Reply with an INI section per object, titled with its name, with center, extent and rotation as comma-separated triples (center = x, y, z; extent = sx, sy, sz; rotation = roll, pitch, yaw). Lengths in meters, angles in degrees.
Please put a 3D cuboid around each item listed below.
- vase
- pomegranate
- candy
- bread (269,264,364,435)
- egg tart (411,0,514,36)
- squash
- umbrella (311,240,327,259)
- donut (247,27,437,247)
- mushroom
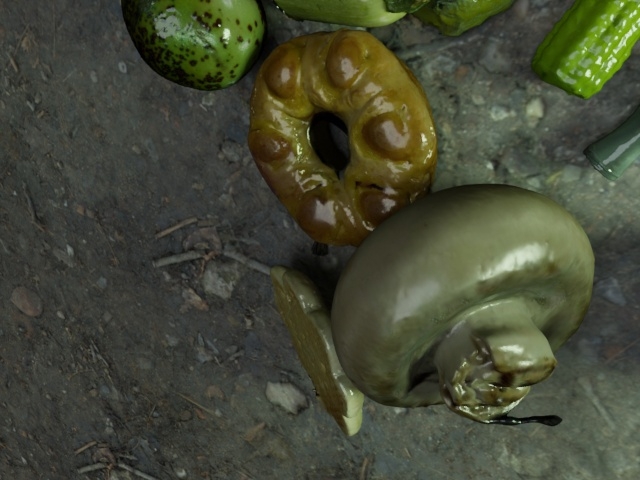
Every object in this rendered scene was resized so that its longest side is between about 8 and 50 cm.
[vase]
center = 0.427, -0.163, 0.638
extent = 0.086, 0.086, 0.214
rotation = 45, 127, 4
[pomegranate]
center = -0.166, -0.366, 0.790
extent = 0.222, 0.204, 0.276
rotation = 34, 103, 3
[candy]
center = 0.351, -0.269, 0.627
extent = 0.097, 0.097, 0.209
rotation = 41, 114, 7
[bread]
center = -0.006, 0.179, 0.910
extent = 0.316, 0.054, 0.316
rotation = 58, 162, 31
[egg tart]
center = 0.174, -0.372, 0.681
extent = 0.197, 0.078, 0.197
rotation = 9, 111, 26
[squash]
center = 0.041, -0.324, 0.689
extent = 0.287, 0.137, 0.137
rotation = 38, 123, 31
[umbrella]
center = 0.001, -0.001, 0.947
extent = 0.031, 0.020, 0.083
rotation = 20, 112, 18
[donut]
center = 0.034, -0.151, 0.794
extent = 0.299, 0.150, 0.317
rotation = 13, 115, 22
[mushroom]
center = 0.197, 0.106, 0.691
extent = 0.362, 0.362, 0.294
rotation = -54, 40, 31
